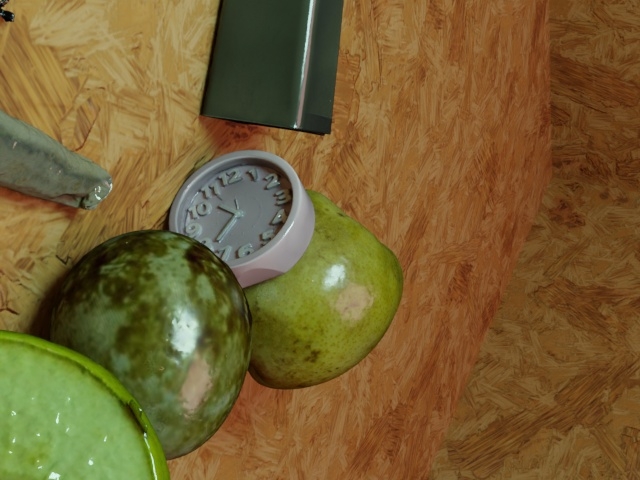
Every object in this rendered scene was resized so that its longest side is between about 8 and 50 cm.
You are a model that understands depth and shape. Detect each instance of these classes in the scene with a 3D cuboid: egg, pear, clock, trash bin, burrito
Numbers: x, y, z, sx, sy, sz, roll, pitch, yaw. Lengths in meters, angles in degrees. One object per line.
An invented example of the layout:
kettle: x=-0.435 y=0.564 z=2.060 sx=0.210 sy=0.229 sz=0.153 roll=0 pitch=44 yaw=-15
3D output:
egg: x=-0.195 y=0.122 z=1.072 sx=0.238 sy=0.289 sz=0.238 roll=-15 pitch=140 yaw=-13
pear: x=-0.298 y=0.256 z=0.914 sx=0.238 sy=0.343 sz=0.318 roll=-55 pitch=174 yaw=-31
pear: x=-0.028 y=0.084 z=1.390 sx=0.304 sy=0.304 sz=0.303 roll=-39 pitch=136 yaw=-53
clock: x=-0.110 y=-0.030 z=1.264 sx=0.196 sy=0.197 sz=0.068 roll=-65 pitch=151 yaw=-24
trash bin: x=-0.059 y=-0.281 z=1.290 sx=0.122 sy=0.164 sz=0.240 roll=-4 pitch=105 yaw=-64
burrito: x=-0.320 y=-0.092 z=0.963 sx=0.275 sy=0.059 sz=0.082 roll=28 pitch=84 yaw=-64

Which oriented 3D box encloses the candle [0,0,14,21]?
candle: x=-0.329 y=-0.298 z=0.887 sx=0.026 sy=0.021 sz=0.167 roll=-74 pitch=164 yaw=-60
